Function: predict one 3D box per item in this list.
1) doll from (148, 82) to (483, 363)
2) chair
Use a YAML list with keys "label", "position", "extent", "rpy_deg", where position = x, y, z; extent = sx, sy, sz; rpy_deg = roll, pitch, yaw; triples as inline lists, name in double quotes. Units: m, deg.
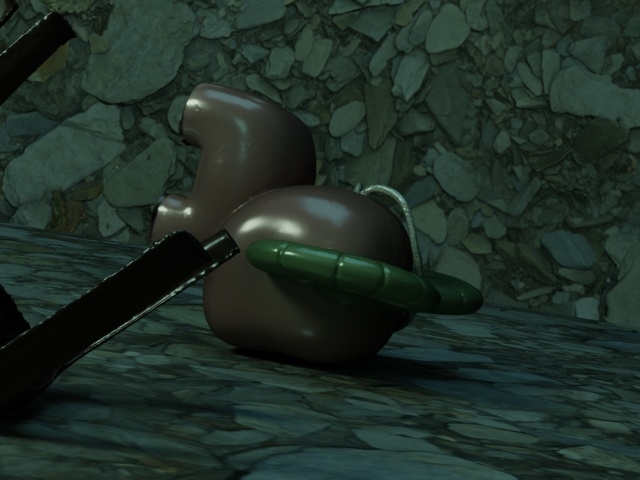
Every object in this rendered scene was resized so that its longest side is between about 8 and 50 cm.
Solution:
- label: "doll"
  position: [0.000, 0.000, 1.115]
  extent: [0.269, 0.216, 0.284]
  rpy_deg: [15, 2, 18]
- label: "chair"
  position: [-0.235, 0.030, 0.726]
  extent: [0.326, 0.183, 0.175]
  rpy_deg: [-36, 0, 4]
